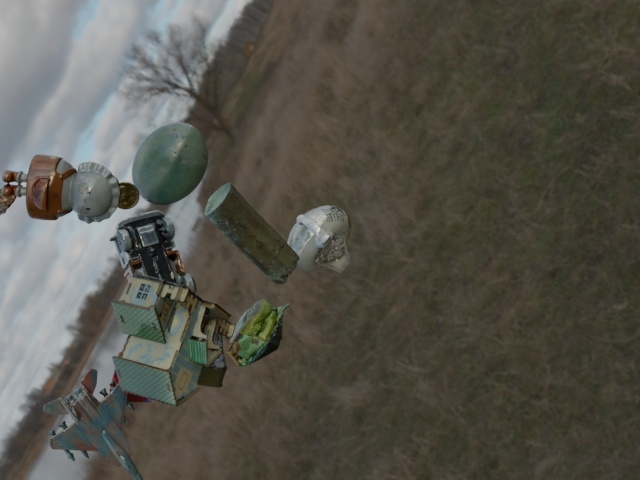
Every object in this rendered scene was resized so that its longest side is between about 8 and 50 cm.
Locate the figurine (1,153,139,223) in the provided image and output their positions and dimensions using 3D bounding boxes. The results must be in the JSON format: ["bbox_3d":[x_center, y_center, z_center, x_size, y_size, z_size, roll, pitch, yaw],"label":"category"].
[{"bbox_3d":[-0.521,-0.106,1.609,0.143,0.271,0.143,-179,90,-69],"label":"figurine"}]

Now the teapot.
[{"bbox_3d":[0.000,0.000,2.134,0.208,0.166,0.300,-36,-14,2],"label":"teapot"}]

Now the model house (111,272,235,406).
[{"bbox_3d":[-0.288,0.210,1.485,0.271,0.178,0.206,59,-133,-62],"label":"model house"}]

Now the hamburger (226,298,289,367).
[{"bbox_3d":[-0.189,0.267,2.404,0.235,0.125,0.214,-47,19,32],"label":"hamburger"}]

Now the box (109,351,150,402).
[{"bbox_3d":[-0.517,0.378,2.129,0.175,0.112,0.048,-100,14,-63],"label":"box"}]

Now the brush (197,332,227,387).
[{"bbox_3d":[-0.290,0.270,1.822,0.197,0.123,0.059,-117,47,-65],"label":"brush"}]

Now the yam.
[{"bbox_3d":[-0.147,-0.010,1.699,0.093,0.259,0.093,-32,28,20],"label":"yam"}]

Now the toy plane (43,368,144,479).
[{"bbox_3d":[-0.522,0.481,1.873,0.223,0.326,0.104,-39,25,-26],"label":"toy plane"}]

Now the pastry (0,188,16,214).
[{"bbox_3d":[-1.078,-0.136,2.599,0.169,0.063,0.087,-19,44,51],"label":"pastry"}]

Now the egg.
[{"bbox_3d":[-0.368,-0.187,1.881,0.236,0.169,0.169,-47,18,40],"label":"egg"}]

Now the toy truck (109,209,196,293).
[{"bbox_3d":[-0.504,0.120,2.331,0.207,0.173,0.388,-29,80,61],"label":"toy truck"}]
